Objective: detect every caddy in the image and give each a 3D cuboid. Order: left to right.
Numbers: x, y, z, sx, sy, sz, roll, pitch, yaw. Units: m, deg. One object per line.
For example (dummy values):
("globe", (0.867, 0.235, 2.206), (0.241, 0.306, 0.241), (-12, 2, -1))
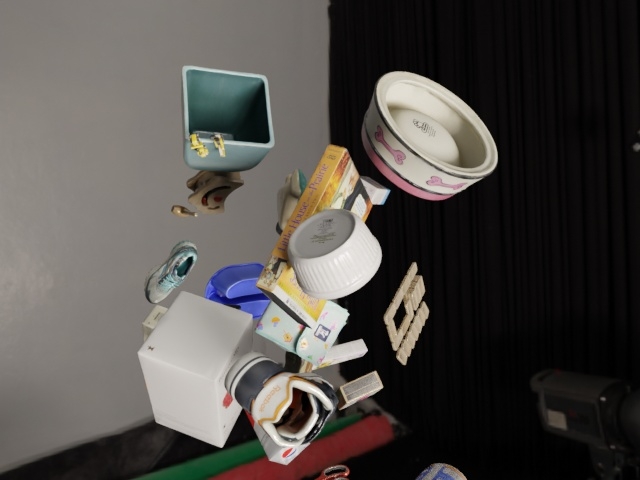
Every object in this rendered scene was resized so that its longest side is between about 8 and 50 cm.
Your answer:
("caddy", (-0.360, 0.231, 2.489), (0.341, 0.241, 0.179), (-4, -152, -38))

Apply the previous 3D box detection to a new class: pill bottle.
("pill bottle", (0.289, 0.700, 1.411), (0.152, 0.152, 0.272), (-2, 178, 29))

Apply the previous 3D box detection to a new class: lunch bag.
("lunch bag", (-0.061, 0.276, 1.833), (0.262, 0.223, 0.160), (30, 168, 1))

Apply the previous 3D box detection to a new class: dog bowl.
("dog bowl", (0.297, -0.290, 1.550), (0.408, 0.408, 0.150), (-6, 149, -35))

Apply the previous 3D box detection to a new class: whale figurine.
("whale figurine", (-0.070, -0.136, 1.876), (0.141, 0.216, 0.272), (0, 154, -14))

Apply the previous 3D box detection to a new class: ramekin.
("ramekin", (0.023, 0.021, 1.216), (0.207, 0.109, 0.207), (-19, -144, 15))

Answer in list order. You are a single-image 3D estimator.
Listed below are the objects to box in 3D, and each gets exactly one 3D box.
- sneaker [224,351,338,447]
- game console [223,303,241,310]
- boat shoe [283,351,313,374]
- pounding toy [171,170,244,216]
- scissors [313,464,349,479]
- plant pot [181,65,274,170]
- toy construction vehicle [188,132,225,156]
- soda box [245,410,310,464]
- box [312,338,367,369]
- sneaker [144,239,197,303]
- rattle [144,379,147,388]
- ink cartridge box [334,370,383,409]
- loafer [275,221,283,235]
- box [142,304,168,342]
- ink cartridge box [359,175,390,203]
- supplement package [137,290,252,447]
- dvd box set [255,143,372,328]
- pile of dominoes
("sneaker", (-0.037, 0.301, 0.954), (0.127, 0.126, 0.321), (32, 174, 37))
("game console", (-0.299, 0.268, 1.700), (0.107, 0.071, 0.122), (-1, -132, 32))
("boat shoe", (-0.086, 0.529, 2.184), (0.120, 0.324, 0.122), (-18, -131, -42))
("pounding toy", (-0.360, -0.134, 1.814), (0.269, 0.155, 0.154), (-30, 148, 30))
("scissors", (-0.032, 0.874, 1.935), (0.297, 0.021, 0.109), (-7, -149, -13))
("plant pot", (-0.300, -0.328, 1.612), (0.247, 0.248, 0.252), (1, 157, -22))
("toy construction vehicle", (-0.293, -0.244, 1.411), (0.086, 0.035, 0.098), (-11, 159, -7))
("soda box", (-0.151, 0.509, 1.596), (0.091, 0.098, 0.286), (42, -173, -48))
("box", (0.060, 0.516, 2.434), (0.324, 0.067, 0.063), (-8, 146, -32))
("sneaker", (-0.574, 0.131, 2.069), (0.110, 0.283, 0.122), (33, -175, -33))
("rattle", (-0.390, 0.441, 1.574), (0.199, 0.143, 0.130), (28, -125, 18))
("ink cartridge box", (0.172, 0.709, 2.551), (0.193, 0.088, 0.235), (-19, 159, -15))
("loafer", (-0.033, -0.013, 2.074), (0.302, 0.109, 0.095), (22, 172, 33))
("box", (-0.552, 0.358, 1.910), (0.113, 0.275, 0.094), (22, -135, 5))
("ink cartridge box", (0.158, -0.174, 1.855), (0.104, 0.061, 0.181), (33, -164, 20))
("supplement package", (-0.260, 0.286, 1.186), (0.175, 0.293, 0.177), (17, -134, 11))
("dvd box set", (0.000, 0.000, 1.454), (0.062, 0.420, 0.307), (18, 161, 27))
("pile of dominoes", (0.222, 0.196, 1.447), (0.040, 0.196, 0.251), (1, -146, 31))
